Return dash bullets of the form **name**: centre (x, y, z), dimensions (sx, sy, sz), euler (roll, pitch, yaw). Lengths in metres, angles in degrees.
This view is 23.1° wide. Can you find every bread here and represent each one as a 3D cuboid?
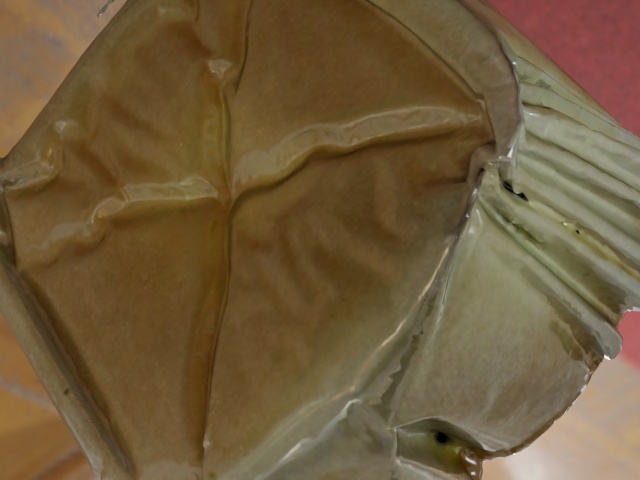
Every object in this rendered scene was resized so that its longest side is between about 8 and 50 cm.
- **bread**: centre (0.000, -0.001, 0.518), dimensions (0.110, 0.210, 0.192), euler (31, 99, -45)
